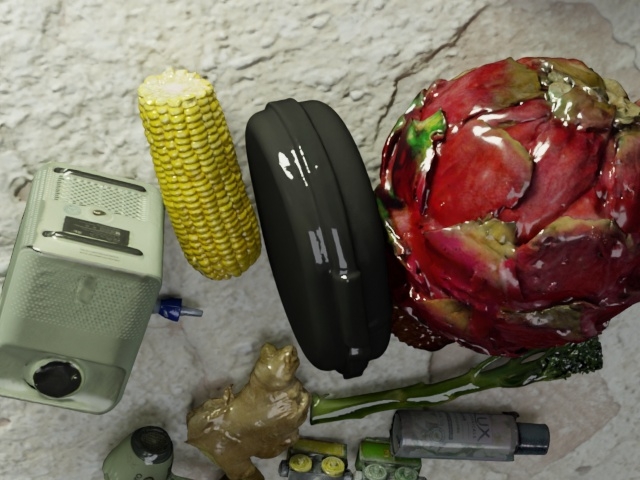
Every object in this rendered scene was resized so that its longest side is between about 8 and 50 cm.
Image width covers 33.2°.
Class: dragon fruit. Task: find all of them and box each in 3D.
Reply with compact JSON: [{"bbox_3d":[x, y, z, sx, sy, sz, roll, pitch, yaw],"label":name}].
[{"bbox_3d":[0.203,-0.034,1.097,0.329,0.329,0.329,-4,126,-5],"label":"dragon fruit"}]

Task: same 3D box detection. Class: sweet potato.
[{"bbox_3d":[-0.130,0.351,1.486,0.117,0.049,0.049,-40,121,19],"label":"sweet potato"}]

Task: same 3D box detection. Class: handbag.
[{"bbox_3d":[0.001,-0.001,1.127,0.093,0.254,0.308,-17,128,-11],"label":"handbag"}]

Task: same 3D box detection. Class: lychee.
[{"bbox_3d":[0.128,0.071,1.280,0.129,0.123,0.123,14,123,-7],"label":"lychee"}]

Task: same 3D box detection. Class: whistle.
[{"bbox_3d":[-0.184,0.083,1.299,0.083,0.029,0.033,11,160,-9],"label":"whistle"}]

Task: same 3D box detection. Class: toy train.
[{"bbox_3d":[0.044,0.311,1.465,0.202,0.081,0.060,8,123,-5],"label":"toy train"}]

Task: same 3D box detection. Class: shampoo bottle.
[{"bbox_3d":[0.204,0.266,1.459,0.214,0.072,0.072,4,125,-10],"label":"shampoo bottle"}]

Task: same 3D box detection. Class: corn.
[{"bbox_3d":[-0.129,-0.064,1.160,0.093,0.093,0.244,-14,126,2],"label":"corn"}]

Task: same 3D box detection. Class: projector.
[{"bbox_3d":[-0.269,0.061,1.179,0.163,0.177,0.242,16,123,-16],"label":"projector"}]

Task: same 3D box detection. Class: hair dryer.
[{"bbox_3d":[-0.216,0.356,1.451,0.225,0.088,0.219,40,127,-21],"label":"hair dryer"}]

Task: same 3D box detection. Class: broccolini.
[{"bbox_3d":[0.173,0.172,1.398,0.392,0.074,0.079,-11,167,1],"label":"broccolini"}]

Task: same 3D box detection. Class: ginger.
[{"bbox_3d":[-0.078,0.222,1.388,0.137,0.074,0.213,36,108,-28],"label":"ginger"}]
